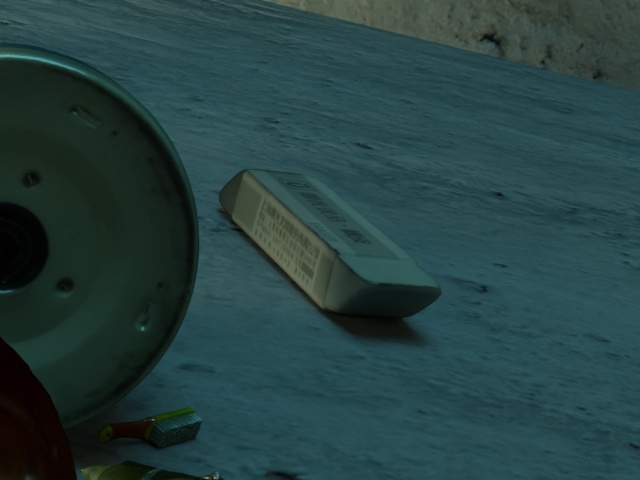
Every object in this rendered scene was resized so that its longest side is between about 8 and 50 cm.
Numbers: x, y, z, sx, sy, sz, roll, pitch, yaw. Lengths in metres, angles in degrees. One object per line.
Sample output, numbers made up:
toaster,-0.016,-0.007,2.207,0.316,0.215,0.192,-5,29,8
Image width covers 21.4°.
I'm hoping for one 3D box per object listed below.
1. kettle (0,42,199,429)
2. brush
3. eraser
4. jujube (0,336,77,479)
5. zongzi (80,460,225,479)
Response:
kettle,-0.262,-0.015,1.203,0.319,0.247,0.342,-17,14,-8
brush,-0.115,0.129,1.147,0.083,0.018,0.021,-3,32,-47
eraser,0.000,0.000,1.592,0.089,0.061,0.352,4,19,-26
jujube,-0.255,0.105,0.797,0.318,0.223,0.223,14,13,42
zongzi,-0.124,0.162,0.984,0.119,0.055,0.109,9,14,30
